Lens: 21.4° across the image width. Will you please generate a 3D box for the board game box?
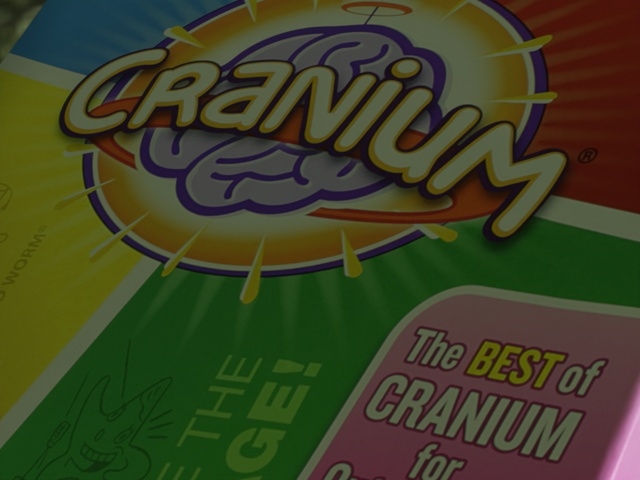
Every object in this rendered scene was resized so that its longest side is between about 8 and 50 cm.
[{"bbox_3d":[0.000,0.000,0.422,0.242,0.064,0.316,3,51,36],"label":"board game box"}]
